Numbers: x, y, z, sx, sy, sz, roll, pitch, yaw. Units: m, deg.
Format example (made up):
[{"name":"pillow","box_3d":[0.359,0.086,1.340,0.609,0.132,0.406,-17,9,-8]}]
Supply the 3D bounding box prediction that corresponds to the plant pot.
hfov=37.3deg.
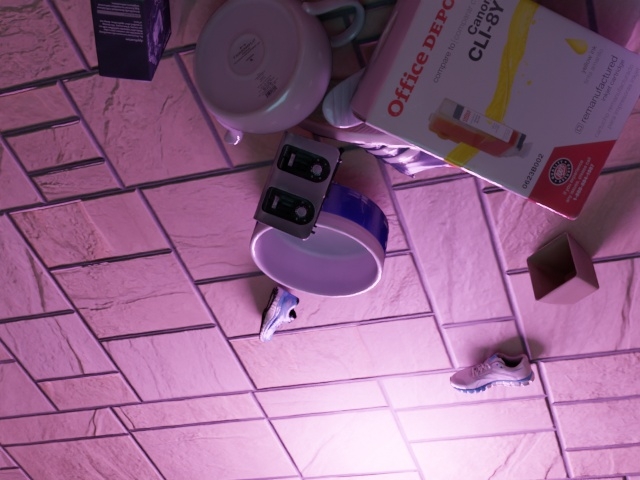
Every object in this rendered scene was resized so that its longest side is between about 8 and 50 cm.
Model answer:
[{"name":"plant pot","box_3d":[0.490,0.069,1.888,0.096,0.109,0.109,25,134,-30]}]

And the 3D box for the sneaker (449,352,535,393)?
[{"name":"sneaker","box_3d":[0.384,0.290,2.147,0.190,0.071,0.083,-11,124,9]}]

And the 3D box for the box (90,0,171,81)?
[{"name":"box","box_3d":[-0.310,-0.373,1.568,0.093,0.156,0.158,7,134,2]}]

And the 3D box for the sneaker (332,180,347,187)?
[{"name":"sneaker","box_3d":[0.009,-0.116,1.835,0.118,0.042,0.067,13,137,1]}]

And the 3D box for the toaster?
[{"name":"toaster","box_3d":[-0.035,-0.100,1.652,0.110,0.186,0.168,21,96,-1]}]

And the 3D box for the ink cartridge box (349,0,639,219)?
[{"name":"ink cartridge box","box_3d":[0.278,-0.239,1.508,0.384,0.160,0.279,23,100,-12]}]

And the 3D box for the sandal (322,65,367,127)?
[{"name":"sandal","box_3d":[0.115,-0.276,1.613,0.265,0.076,0.102,-26,105,-8]}]

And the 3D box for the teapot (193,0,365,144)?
[{"name":"teapot","box_3d":[-0.072,-0.290,1.589,0.256,0.253,0.187,8,177,30]}]

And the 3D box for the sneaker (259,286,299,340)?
[{"name":"sneaker","box_3d":[-0.091,0.175,2.118,0.073,0.063,0.162,16,134,-10]}]

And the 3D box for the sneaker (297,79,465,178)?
[{"name":"sneaker","box_3d":[0.116,-0.185,1.698,0.350,0.131,0.148,12,149,8]}]

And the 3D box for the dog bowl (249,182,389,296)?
[{"name":"dog bowl","box_3d":[0.000,0.000,1.866,0.265,0.104,0.265,10,146,6]}]
